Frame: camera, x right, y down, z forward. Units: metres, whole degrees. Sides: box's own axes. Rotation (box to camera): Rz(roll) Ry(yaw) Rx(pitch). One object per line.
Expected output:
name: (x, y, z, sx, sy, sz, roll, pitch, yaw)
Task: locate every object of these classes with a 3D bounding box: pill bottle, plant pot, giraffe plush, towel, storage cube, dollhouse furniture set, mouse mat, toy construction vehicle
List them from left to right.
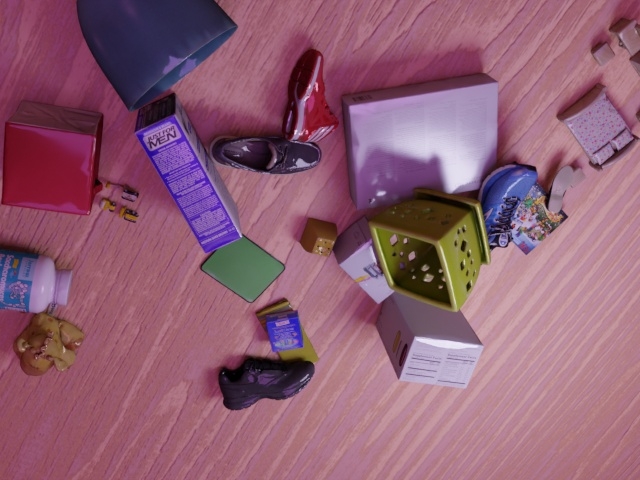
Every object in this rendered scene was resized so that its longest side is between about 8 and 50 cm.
pill bottle: (-0.753, 0.098, 1.761, 0.264, 0.146, 0.146, 9, 115, -16)
giraffe plush: (-0.710, 0.277, 1.846, 0.182, 0.170, 0.210, 5, 116, -13)
storage cube: (-0.599, -0.188, 1.625, 0.215, 0.183, 0.193, 7, 114, -14)
toy construction vehicle: (-0.492, -0.098, 1.781, 0.098, 0.035, 0.086, 18, 123, -17)
plant pot: (-0.358, -0.450, 1.491, 0.293, 0.293, 0.235, -36, 102, 8)
mouse mat: (-0.208, 0.073, 1.937, 0.190, 0.007, 0.152, 38, 104, -26)
towel: (-0.093, 0.275, 2.057, 0.102, 0.021, 0.237, -22, 120, 7)
plant pot: (0.000, 0.000, 1.897, 0.082, 0.083, 0.081, 14, 113, -17)
plant pot: (0.284, 0.006, 1.769, 0.207, 0.228, 0.227, -41, 128, -29)
dollhouse furniture set: (0.740, -0.326, 1.829, 0.355, 0.174, 0.303, -41, 117, 10)

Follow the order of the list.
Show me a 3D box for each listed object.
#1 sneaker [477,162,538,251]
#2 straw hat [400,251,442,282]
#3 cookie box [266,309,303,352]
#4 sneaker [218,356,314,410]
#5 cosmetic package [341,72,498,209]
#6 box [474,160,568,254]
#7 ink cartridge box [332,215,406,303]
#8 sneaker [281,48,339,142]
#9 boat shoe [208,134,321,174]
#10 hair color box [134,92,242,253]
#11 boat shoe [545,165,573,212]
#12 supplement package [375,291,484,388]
sneaker: (0.464, -0.058, 1.848, 0.130, 0.147, 0.330, 5, 134, -24)
straw hat: (0.289, 0.083, 2.010, 0.145, 0.061, 0.144, -5, 117, -9)
cookie box: (-0.099, 0.253, 2.007, 0.092, 0.040, 0.107, -9, 121, -2)
sneaker: (-0.158, 0.390, 2.050, 0.286, 0.109, 0.130, -18, 111, 1)
cosmetic package: (0.254, -0.248, 1.813, 0.377, 0.097, 0.284, -10, 118, -6)
box: (0.555, -0.087, 1.986, 0.233, 0.044, 0.159, 39, 104, -26)
ink cartridge box: (0.135, 0.050, 1.924, 0.127, 0.128, 0.176, -39, 117, 10)
sneaker: (-0.010, -0.343, 1.740, 0.128, 0.087, 0.221, 6, 112, -38)
boat shoe: (-0.125, -0.206, 1.745, 0.285, 0.092, 0.102, 3, 103, -22)
hair color box: (-0.308, -0.158, 1.696, 0.110, 0.185, 0.338, -24, 118, 1)
boat shoe: (0.642, -0.140, 1.938, 0.049, 0.042, 0.133, 16, 100, -3)
supplement package: (0.293, 0.262, 1.988, 0.204, 0.262, 0.145, 10, 114, -16)
